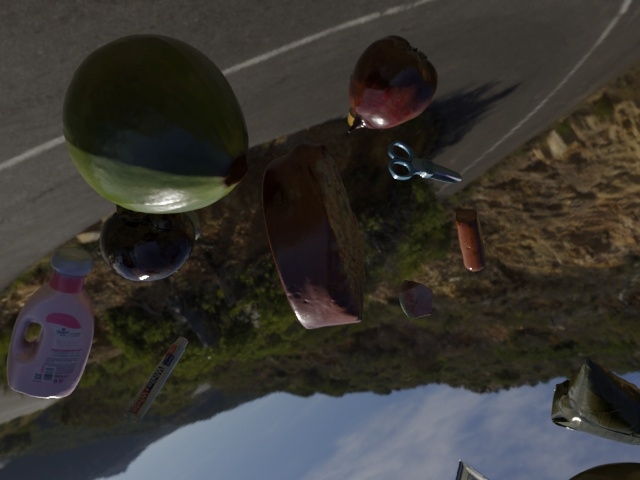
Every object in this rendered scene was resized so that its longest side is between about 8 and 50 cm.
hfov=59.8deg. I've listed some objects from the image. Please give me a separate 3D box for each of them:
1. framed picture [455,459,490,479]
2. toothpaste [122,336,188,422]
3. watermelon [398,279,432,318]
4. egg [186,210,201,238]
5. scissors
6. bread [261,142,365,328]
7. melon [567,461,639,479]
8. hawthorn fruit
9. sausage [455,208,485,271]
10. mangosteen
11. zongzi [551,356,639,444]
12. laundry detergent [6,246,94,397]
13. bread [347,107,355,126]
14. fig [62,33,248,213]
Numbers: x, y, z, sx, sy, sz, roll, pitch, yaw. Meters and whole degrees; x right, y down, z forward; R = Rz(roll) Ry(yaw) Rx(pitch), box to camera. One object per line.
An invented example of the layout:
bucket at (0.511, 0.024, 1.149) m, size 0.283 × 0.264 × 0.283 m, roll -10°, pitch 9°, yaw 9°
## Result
framed picture at (0.425, 0.679, 1.420) m, size 0.010 × 0.195 × 0.199 m, roll -25°, pitch 129°, yaw -37°
toothpaste at (-0.383, 0.325, 1.316) m, size 0.218 × 0.052 × 0.033 m, roll -60°, pitch 153°, yaw -29°
watermelon at (0.217, 0.128, 1.215) m, size 0.072 × 0.084 × 0.092 m, roll -2°, pitch -167°, yaw 35°
egg at (-0.417, -0.043, 1.678) m, size 0.114 × 0.114 × 0.152 m, roll -30°, pitch -161°, yaw -9°
scissors at (0.320, -0.220, 1.697) m, size 0.256 × 0.125 × 0.030 m, roll 14°, pitch 153°, yaw -19°
bread at (-0.001, 0.000, 0.989) m, size 0.114 × 0.327 × 0.295 m, roll -11°, pitch -140°, yaw 12°
melon at (0.753, 0.687, 1.408) m, size 0.317 × 0.222 × 0.223 m, roll -23°, pitch 178°, yaw 11°
hawthorn fruit at (0.147, -0.355, 1.321) m, size 0.248 × 0.208 × 0.208 m, roll -45°, pitch 170°, yaw 23°
sausage at (0.265, 0.003, 0.978) m, size 0.039 × 0.131 × 0.041 m, roll -6°, pitch -139°, yaw 22°
mangosteen at (-0.427, -0.039, 1.350) m, size 0.231 × 0.231 × 0.289 m, roll -28°, pitch 131°, yaw -31°
zongzi at (0.817, 0.419, 1.483) m, size 0.360 × 0.323 × 0.159 m, roll 79°, pitch 23°, yaw -50°
laundry detergent at (-0.564, 0.176, 1.190) m, size 0.088 × 0.159 × 0.334 m, roll -127°, pitch -126°, yaw -63°
bread at (0.114, -0.366, 1.649) m, size 0.062 × 0.049 × 0.103 m, roll -14°, pitch 174°, yaw -1°
fig at (-0.250, -0.176, 0.924) m, size 0.316 × 0.316 × 0.316 m, roll -30°, pitch 176°, yaw -2°
